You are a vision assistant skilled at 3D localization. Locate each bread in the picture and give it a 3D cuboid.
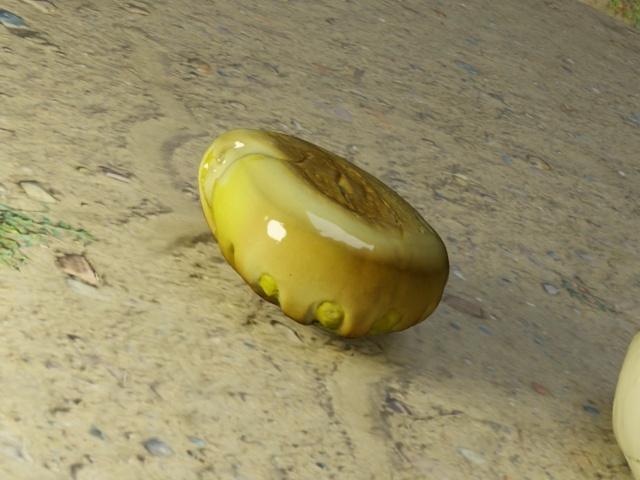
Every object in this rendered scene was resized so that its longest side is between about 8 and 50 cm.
[{"bbox_3d":[0.000,0.000,1.462,0.213,0.104,0.213,24,16,-8],"label":"bread"}]

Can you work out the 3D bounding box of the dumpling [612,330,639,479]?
[{"bbox_3d":[0.335,0.164,1.415,0.260,0.181,0.341,46,-17,-10],"label":"dumpling"}]
